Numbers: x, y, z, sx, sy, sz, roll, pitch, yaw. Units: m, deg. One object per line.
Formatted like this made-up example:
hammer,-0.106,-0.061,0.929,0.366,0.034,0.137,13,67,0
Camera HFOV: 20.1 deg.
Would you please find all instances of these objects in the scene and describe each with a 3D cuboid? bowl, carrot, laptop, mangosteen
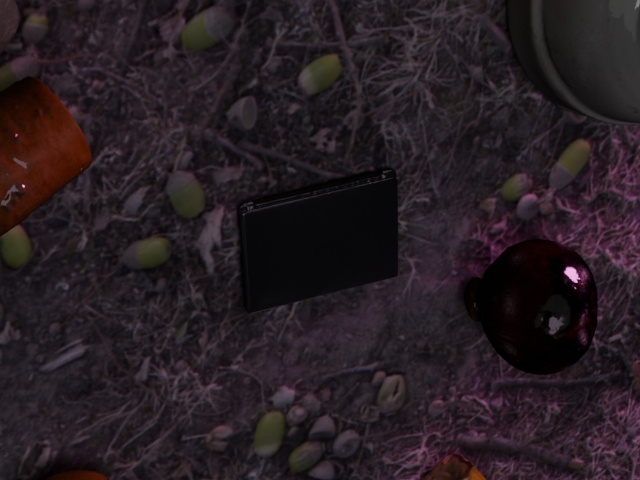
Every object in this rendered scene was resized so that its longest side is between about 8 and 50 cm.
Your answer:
bowl,0.360,-0.251,1.854,0.307,0.163,0.307,-11,116,-23
carrot,-0.345,-0.028,1.519,0.302,0.138,0.139,-38,126,-15
laptop,0.000,0.000,1.876,0.180,0.016,0.129,-13,120,-21
mangosteen,0.229,0.072,1.964,0.152,0.152,0.152,-12,119,-22

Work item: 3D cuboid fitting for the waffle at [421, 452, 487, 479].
waffle,0.139,0.394,2.124,0.248,0.055,0.221,-44,126,-2

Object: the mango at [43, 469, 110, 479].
mango,-0.272,0.312,1.848,0.115,0.090,0.178,38,97,-26

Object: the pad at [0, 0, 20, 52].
pad,-0.401,-0.142,1.602,0.176,0.002,0.266,33,97,-35
